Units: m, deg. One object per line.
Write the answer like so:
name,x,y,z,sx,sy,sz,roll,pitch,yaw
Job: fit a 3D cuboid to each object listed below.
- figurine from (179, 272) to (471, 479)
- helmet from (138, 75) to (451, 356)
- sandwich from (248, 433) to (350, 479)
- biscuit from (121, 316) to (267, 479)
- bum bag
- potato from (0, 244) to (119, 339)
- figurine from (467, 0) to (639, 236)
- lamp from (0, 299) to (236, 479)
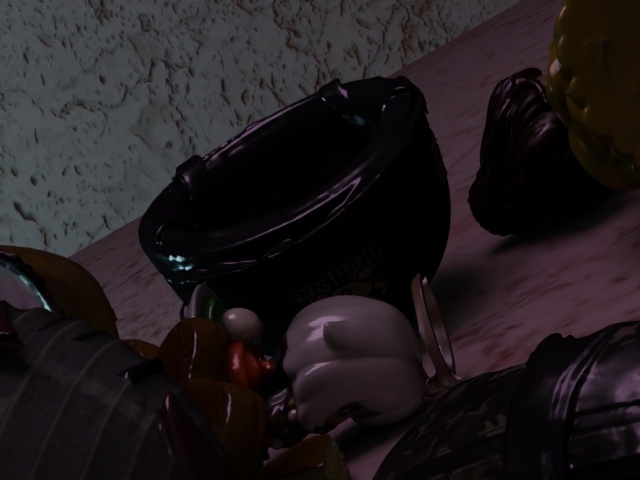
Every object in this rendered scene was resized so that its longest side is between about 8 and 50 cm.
figurine,0.007,0.068,1.023,0.153,0.132,0.132,-15,11,8
helmet,0.000,0.000,1.254,0.230,0.160,0.279,-29,24,1
sandwich,-0.004,0.128,0.957,0.044,0.031,0.083,-37,12,-33
biscuit,-0.099,0.125,0.946,0.236,0.039,0.180,9,78,61
bum bag,0.113,0.080,0.753,0.248,0.069,0.102,-20,48,37
potato,-0.280,0.099,1.504,0.229,0.229,0.266,-27,-6,7
figurine,0.199,-0.093,1.200,0.187,0.168,0.315,13,-8,-10
lamp,-0.133,0.139,0.706,0.233,0.233,0.265,-30,-8,-9
